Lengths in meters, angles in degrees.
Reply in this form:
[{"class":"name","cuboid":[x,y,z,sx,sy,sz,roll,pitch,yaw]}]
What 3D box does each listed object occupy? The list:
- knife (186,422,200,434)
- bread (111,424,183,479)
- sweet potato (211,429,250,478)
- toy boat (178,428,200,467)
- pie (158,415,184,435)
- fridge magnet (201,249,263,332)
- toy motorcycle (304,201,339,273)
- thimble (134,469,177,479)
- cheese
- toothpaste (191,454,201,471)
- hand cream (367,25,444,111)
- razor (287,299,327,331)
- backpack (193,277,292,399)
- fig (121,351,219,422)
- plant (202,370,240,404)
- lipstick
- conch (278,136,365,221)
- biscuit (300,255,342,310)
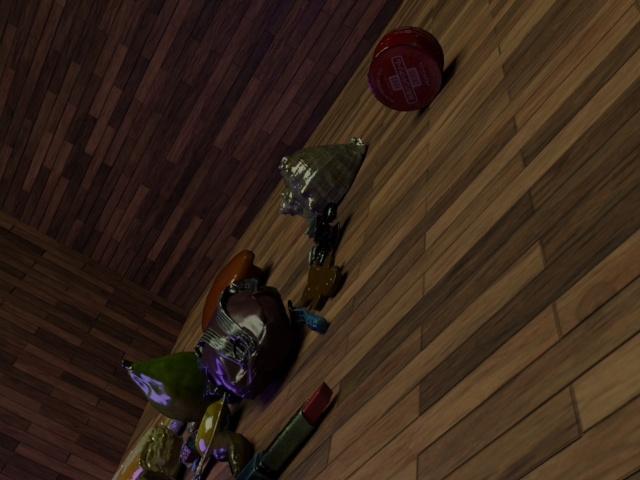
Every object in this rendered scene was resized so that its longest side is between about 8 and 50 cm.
[{"class":"knife","cuboid":[-0.354,0.465,2.285,0.398,0.038,0.132,-65,11,-22]},{"class":"bread","cuboid":[-0.564,0.773,2.077,0.375,0.165,0.236,-55,15,15]},{"class":"sweet potato","cuboid":[-0.197,0.476,1.532,0.233,0.062,0.081,165,119,-69]},{"class":"toy boat","cuboid":[-0.359,0.586,1.923,0.172,0.065,0.066,-58,-3,32]},{"class":"pie","cuboid":[-0.539,0.643,2.537,0.339,0.077,0.339,-54,16,24]},{"class":"fridge magnet","cuboid":[-0.344,0.204,2.603,0.363,0.155,0.363,-56,12,18]},{"class":"toy motorcycle","cuboid":[-0.001,0.000,1.835,0.122,0.082,0.213,125,160,-56]},{"class":"thimble","cuboid":[-0.345,0.608,1.472,0.148,0.196,0.229,-60,10,-10]},{"class":"cheese","cuboid":[-0.295,0.531,1.781,0.177,0.069,0.270,-178,108,-82]},{"class":"toothpaste","cuboid":[-0.339,0.610,1.865,0.024,0.015,0.083,-34,-24,-54]},{"class":"hand cream","cuboid":[0.221,-0.441,1.737,0.193,0.193,0.125,-50,13,39]},{"class":"razor","cuboid":[-0.031,0.185,1.597,0.253,0.042,0.081,174,85,-75]},{"class":"backpack","cuboid":[-0.188,0.252,1.689,0.283,0.197,0.317,-60,22,2]},{"class":"fig","cuboid":[-0.447,0.450,2.106,0.233,0.314,0.232,-176,90,-87]},{"class":"plant","cuboid":[-0.259,0.331,1.925,0.142,0.165,0.255,131,150,-56]},{"class":"lipstick","cuboid":[-0.070,0.383,1.248,0.312,0.051,0.051,-53,11,21]},{"class":"conch","cuboid":[-0.018,-0.206,2.170,0.352,0.210,0.297,-58,26,19]},{"class":"biscuit","cuboid":[0.007,0.105,1.644,0.205,0.031,0.138,154,134,-68]}]
